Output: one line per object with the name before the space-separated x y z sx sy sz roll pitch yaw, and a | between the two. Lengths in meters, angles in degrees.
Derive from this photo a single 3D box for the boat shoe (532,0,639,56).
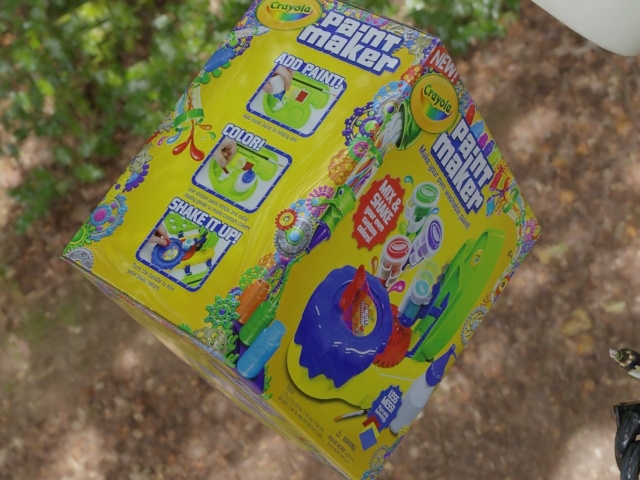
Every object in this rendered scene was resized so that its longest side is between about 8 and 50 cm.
boat shoe | -0.003 -0.201 0.325 0.113 0.340 0.127 -44 -3 28

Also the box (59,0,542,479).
box | 0.000 0.000 1.081 0.177 0.290 0.279 27 76 35

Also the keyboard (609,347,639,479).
keyboard | 0.178 0.109 0.404 0.033 0.317 0.201 -47 67 21
